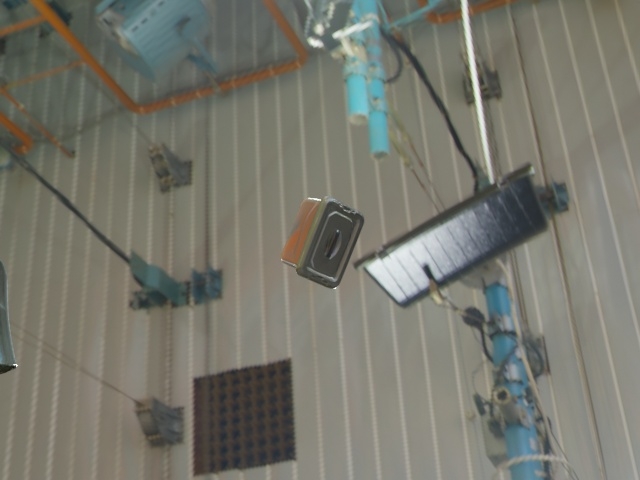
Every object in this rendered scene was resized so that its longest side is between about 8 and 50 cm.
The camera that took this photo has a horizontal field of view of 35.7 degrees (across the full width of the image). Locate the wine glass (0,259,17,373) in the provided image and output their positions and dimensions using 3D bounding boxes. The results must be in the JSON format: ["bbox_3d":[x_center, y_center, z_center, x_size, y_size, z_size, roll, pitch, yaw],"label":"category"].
[{"bbox_3d":[-0.465,0.065,1.312,0.103,0.103,0.231,-16,-103,15],"label":"wine glass"}]

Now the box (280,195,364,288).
[{"bbox_3d":[0.000,0.000,1.446,0.062,0.089,0.122,15,-98,50],"label":"box"}]
